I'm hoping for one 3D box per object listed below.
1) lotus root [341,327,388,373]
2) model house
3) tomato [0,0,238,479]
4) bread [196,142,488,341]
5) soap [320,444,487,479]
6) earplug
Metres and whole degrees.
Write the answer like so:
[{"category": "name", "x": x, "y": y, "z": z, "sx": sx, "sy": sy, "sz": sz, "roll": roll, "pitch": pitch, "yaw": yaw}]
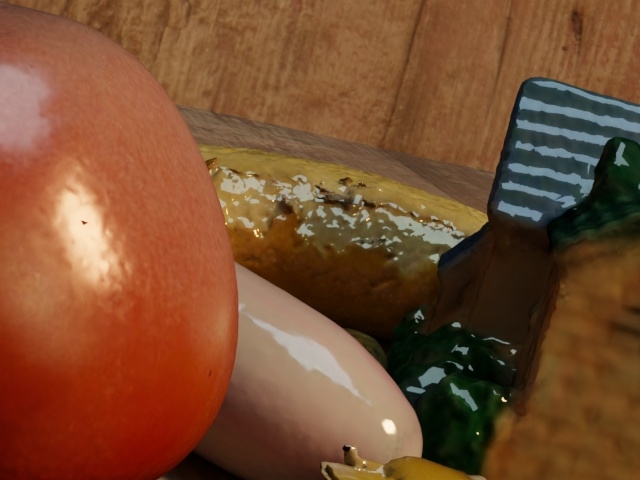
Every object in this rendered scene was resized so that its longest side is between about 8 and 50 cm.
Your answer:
[{"category": "lotus root", "x": 0.011, "y": 0.115, "z": 1.182, "sx": 0.080, "sy": 0.089, "sz": 0.179, "roll": 56, "pitch": 7, "yaw": -4}, {"category": "model house", "x": 0.247, "y": 0.041, "z": 1.203, "sx": 0.334, "sy": 0.343, "sz": 0.382, "roll": 17, "pitch": 12, "yaw": 4}, {"category": "tomato", "x": -0.203, "y": 0.007, "z": 0.855, "sx": 0.321, "sy": 0.322, "sz": 0.321, "roll": 14, "pitch": 11, "yaw": -3}, {"category": "bread", "x": 0.000, "y": 0.000, "z": 1.530, "sx": 0.375, "sy": 0.165, "sz": 0.236, "roll": 15, "pitch": 7, "yaw": 4}, {"category": "soap", "x": 0.084, "y": 0.209, "z": 0.862, "sx": 0.135, "sy": 0.076, "sz": 0.233, "roll": 9, "pitch": 14, "yaw": -19}, {"category": "earplug", "x": -0.056, "y": 0.095, "z": 1.047, "sx": 0.301, "sy": 0.172, "sz": 0.172, "roll": 27, "pitch": 16, "yaw": 26}]
